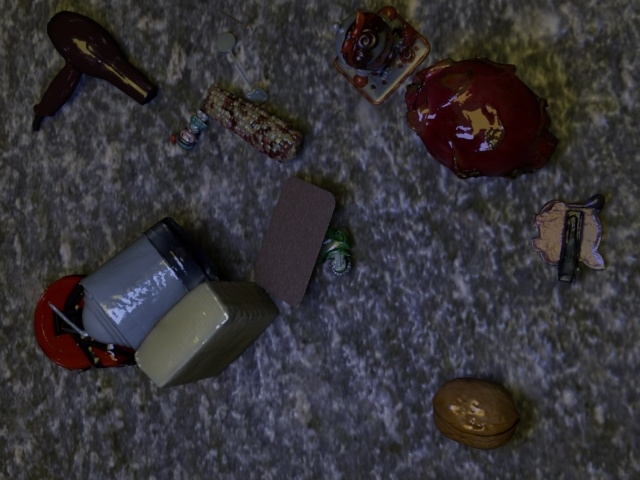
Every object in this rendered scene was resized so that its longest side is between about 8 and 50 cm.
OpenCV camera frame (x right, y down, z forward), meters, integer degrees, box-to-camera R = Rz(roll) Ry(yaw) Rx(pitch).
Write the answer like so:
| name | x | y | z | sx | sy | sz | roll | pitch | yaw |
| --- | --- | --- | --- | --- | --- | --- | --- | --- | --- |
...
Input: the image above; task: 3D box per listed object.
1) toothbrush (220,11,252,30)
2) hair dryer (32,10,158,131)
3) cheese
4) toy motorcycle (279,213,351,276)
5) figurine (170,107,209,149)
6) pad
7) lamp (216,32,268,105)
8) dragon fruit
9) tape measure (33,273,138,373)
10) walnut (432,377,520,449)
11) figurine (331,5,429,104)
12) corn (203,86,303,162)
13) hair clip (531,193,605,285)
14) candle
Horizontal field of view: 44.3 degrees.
| name | x | y | z | sx | sy | sz | roll | pitch | yaw |
| --- | --- | --- | --- | --- | --- | --- | --- | --- | --- |
| toothbrush | -0.201 | -0.525 | 1.878 | 0.097 | 0.006 | 0.008 | 33 | 97 | 16 |
| hair dryer | -0.605 | -0.369 | 1.975 | 0.312 | 0.123 | 0.340 | 43 | 112 | 3 |
| cheese | -0.246 | 0.203 | 1.741 | 0.242 | 0.265 | 0.124 | -41 | 75 | 13 |
| toy motorcycle | 0.000 | 0.000 | 1.771 | 0.190 | 0.074 | 0.106 | 31 | 89 | 17 |
| figurine | -0.310 | -0.268 | 1.887 | 0.060 | 0.047 | 0.106 | 36 | 96 | -1 |
| pad | -0.062 | 0.000 | 1.752 | 0.176 | 0.002 | 0.266 | 27 | 101 | 43 |
| lamp | -0.187 | -0.408 | 1.864 | 0.050 | 0.056 | 0.198 | -34 | 68 | 16 |
| dragon fruit | 0.321 | -0.241 | 1.594 | 0.250 | 0.250 | 0.315 | -39 | 94 | 13 |
| tape measure | -0.576 | 0.206 | 1.928 | 0.260 | 0.114 | 0.253 | -11 | 85 | 18 |
| walnut | 0.321 | 0.358 | 1.624 | 0.180 | 0.144 | 0.144 | 5 | 90 | 15 |
| figurine | 0.102 | -0.420 | 1.663 | 0.183 | 0.226 | 0.160 | -46 | 75 | 12 |
| corn | -0.160 | -0.270 | 1.815 | 0.280 | 0.092 | 0.092 | 32 | 98 | 17 |
| hair clip | 0.509 | 0.000 | 1.619 | 0.146 | 0.056 | 0.187 | 1 | 80 | 19 |
| candle | -0.402 | 0.119 | 1.774 | 0.342 | 0.221 | 0.221 | -40 | 76 | -12 |
